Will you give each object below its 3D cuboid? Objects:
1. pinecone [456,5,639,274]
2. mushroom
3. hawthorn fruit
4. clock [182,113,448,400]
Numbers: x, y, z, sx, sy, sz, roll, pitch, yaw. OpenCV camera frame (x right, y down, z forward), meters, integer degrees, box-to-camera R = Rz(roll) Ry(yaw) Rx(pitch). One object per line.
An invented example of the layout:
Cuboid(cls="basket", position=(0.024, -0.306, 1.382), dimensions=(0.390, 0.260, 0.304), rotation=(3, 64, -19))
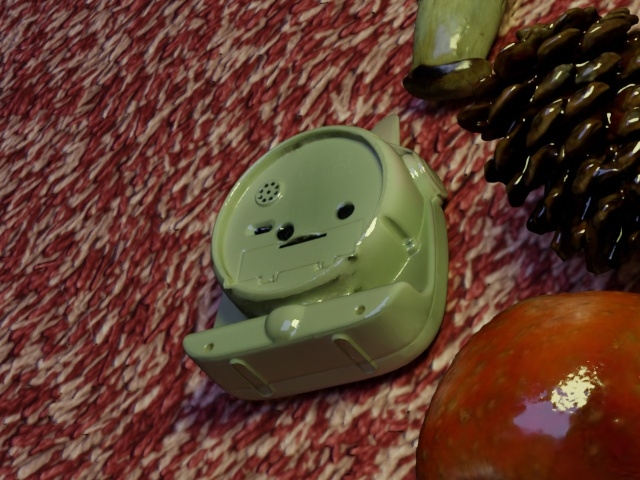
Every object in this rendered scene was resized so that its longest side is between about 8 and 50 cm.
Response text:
Cuboid(cls="pinecone", position=(0.263, -0.095, 1.714), dimensions=(0.224, 0.224, 0.272), rotation=(-39, 65, 6))
Cuboid(cls="mushroom", position=(0.163, -0.290, 2.053), dimensions=(0.107, 0.087, 0.333), rotation=(-10, 48, 34))
Cuboid(cls="hawthorn fruit", position=(0.199, 0.183, 1.471), dimensions=(0.275, 0.275, 0.299), rotation=(-8, 17, 34))
Cuboid(cls="clock", position=(0.000, 0.000, 1.919), dimensions=(0.265, 0.108, 0.324), rotation=(-17, 47, 28))
